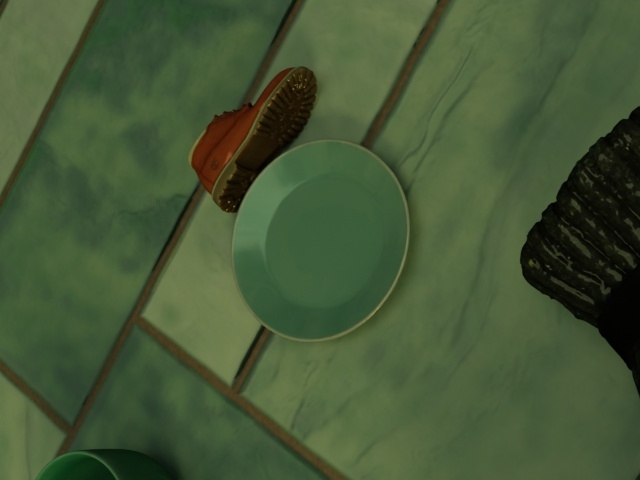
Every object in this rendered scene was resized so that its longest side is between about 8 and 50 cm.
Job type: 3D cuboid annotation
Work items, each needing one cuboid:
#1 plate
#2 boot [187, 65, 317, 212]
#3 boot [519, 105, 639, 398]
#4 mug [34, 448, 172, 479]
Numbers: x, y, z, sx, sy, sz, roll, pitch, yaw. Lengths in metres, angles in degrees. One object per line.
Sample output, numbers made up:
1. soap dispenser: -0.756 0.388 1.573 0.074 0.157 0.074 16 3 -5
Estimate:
1. plate: 0.000 0.000 0.797 0.188 0.024 0.188 -8 74 29
2. boot: -0.071 -0.114 0.846 0.158 0.059 0.084 -52 55 12
3. boot: 0.221 0.097 0.578 0.260 0.131 0.348 40 89 24
4. mug: -0.205 0.264 0.814 0.157 0.097 0.130 -21 70 26
